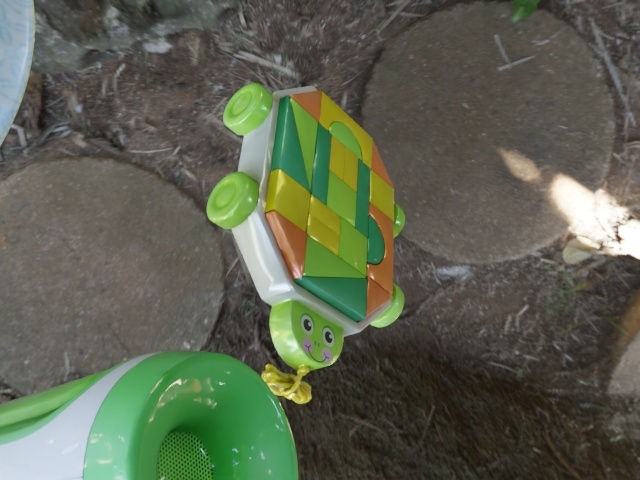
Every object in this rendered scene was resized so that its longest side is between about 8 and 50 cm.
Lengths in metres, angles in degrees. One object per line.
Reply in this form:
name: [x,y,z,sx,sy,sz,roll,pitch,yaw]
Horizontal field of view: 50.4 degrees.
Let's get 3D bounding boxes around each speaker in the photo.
speaker: [-0.159,0.149,0.396,0.296,0.131,0.131,-21,104,34]

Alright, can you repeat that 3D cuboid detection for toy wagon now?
toy wagon: [0.000,0.000,0.723,0.068,0.344,0.267,-22,139,34]

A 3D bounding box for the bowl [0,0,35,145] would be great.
bowl: [-0.363,-0.141,0.476,0.156,0.289,0.289,28,100,8]
